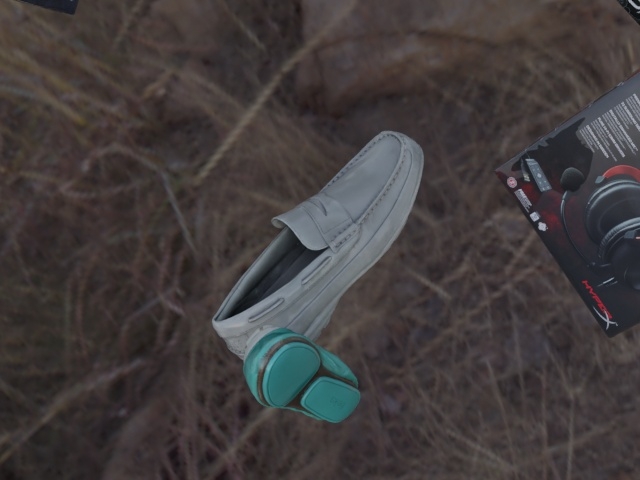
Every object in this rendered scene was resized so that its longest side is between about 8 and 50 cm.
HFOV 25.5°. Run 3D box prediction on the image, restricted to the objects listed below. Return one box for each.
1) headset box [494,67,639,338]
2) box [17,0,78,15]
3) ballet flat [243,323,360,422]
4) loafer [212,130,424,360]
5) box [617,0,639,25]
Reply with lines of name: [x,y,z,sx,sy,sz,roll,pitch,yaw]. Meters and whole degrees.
headset box: [0.353,-0.065,1.400,0.293,0.218,0.110,-35,-1,44]
box: [-0.319,-0.382,1.195,0.296,0.182,0.294,23,99,18]
ballet flat: [-0.036,0.133,1.484,0.087,0.247,0.083,39,89,27]
loafer: [0.000,0.000,1.597,0.112,0.111,0.319,22,74,52]
box: [0.302,-0.241,1.287,0.083,0.062,0.052,47,60,-3]
